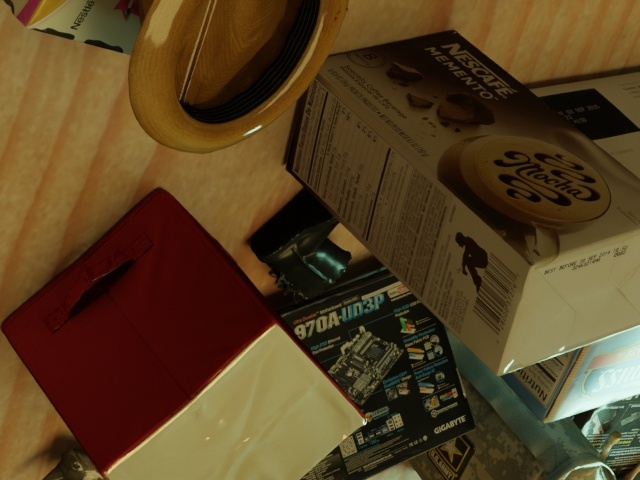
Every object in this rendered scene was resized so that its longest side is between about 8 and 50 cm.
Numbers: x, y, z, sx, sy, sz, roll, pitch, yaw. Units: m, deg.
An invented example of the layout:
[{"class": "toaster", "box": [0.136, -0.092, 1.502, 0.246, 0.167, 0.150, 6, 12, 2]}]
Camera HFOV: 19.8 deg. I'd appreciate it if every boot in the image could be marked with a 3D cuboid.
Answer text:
[{"class": "boot", "box": [0.001, 0.000, 1.649, 0.121, 0.045, 0.099, -37, 144, 4]}]

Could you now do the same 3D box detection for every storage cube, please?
[{"class": "storage cube", "box": [-0.109, 0.112, 1.511, 0.184, 0.193, 0.215, -41, 139, -2]}]

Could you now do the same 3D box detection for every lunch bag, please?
[{"class": "lunch bag", "box": [0.190, 0.228, 1.919, 0.169, 0.235, 0.287, -34, 145, -8]}]

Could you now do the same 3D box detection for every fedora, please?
[{"class": "fedora", "box": [-0.068, -0.156, 1.247, 0.194, 0.079, 0.194, -27, 138, -27]}]

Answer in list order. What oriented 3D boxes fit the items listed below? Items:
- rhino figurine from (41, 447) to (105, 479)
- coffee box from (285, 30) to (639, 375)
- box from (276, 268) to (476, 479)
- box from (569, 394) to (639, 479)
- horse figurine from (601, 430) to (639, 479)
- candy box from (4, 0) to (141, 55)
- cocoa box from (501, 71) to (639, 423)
[{"class": "rhino figurine", "box": [-0.155, 0.207, 1.695, 0.243, 0.073, 0.106, -11, 132, -36]}, {"class": "coffee box", "box": [0.127, -0.040, 1.506, 0.168, 0.297, 0.118, -15, 134, -33]}, {"class": "box", "box": [0.026, 0.134, 1.721, 0.220, 0.175, 0.051, -21, -175, -30]}, {"class": "box", "box": [0.360, 0.241, 2.248, 0.307, 0.076, 0.242, 1, 127, -46]}, {"class": "horse figurine", "box": [0.391, 0.295, 2.212, 0.263, 0.066, 0.174, -12, 131, -39]}, {"class": "candy box", "box": [-0.100, -0.208, 1.294, 0.233, 0.071, 0.159, 9, 121, -49]}, {"class": "cocoa box", "box": [0.306, -0.007, 1.780, 0.347, 0.231, 0.228, -12, 136, -37]}]
